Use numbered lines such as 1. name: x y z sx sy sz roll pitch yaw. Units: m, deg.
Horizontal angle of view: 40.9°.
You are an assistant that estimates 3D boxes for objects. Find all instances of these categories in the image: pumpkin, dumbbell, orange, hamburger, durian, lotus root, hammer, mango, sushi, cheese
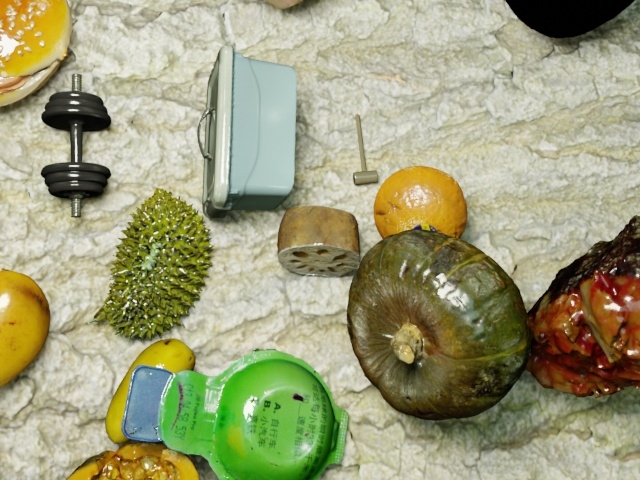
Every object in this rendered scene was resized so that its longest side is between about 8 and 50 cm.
1. pumpkin: -0.257 0.332 1.142 0.183 0.107 0.119 -10 88 -15
2. dumbbell: -0.348 -0.136 1.222 0.099 0.099 0.209 -2 82 -4
3. orange: 0.142 -0.045 1.227 0.135 0.136 0.118 0 47 -4
4. hamburger: -0.464 -0.300 1.220 0.236 0.147 0.237 1 78 -6
5. durian: -0.230 0.041 1.203 0.137 0.095 0.221 24 86 1
6. lotus root: 0.000 -0.001 1.214 0.122 0.112 0.081 6 74 -1
7. hammer: 0.062 -0.138 1.293 0.035 0.019 0.110 -5 75 -5
8. mango: -0.463 0.137 1.160 0.144 0.112 0.219 38 84 1
9. sushi: 0.397 0.106 1.106 0.196 0.343 0.182 35 67 0
10. mango: -0.236 0.204 1.167 0.076 0.103 0.161 37 80 -6
11. pumpkin: 0.145 0.118 1.125 0.189 0.260 0.260 -29 81 -47
12. cheese: -0.105 0.239 1.146 0.320 0.083 0.204 15 73 -23

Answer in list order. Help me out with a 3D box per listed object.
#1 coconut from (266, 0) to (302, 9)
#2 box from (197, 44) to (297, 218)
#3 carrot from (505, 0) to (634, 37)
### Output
1. coconut: -0.049 -0.467 1.248 0.245 0.233 0.233 -24 82 -15
2. box: -0.109 -0.147 1.214 0.130 0.162 0.227 3 80 -14
3. carrot: 0.336 -0.477 1.266 0.224 0.224 0.341 -26 79 -8
